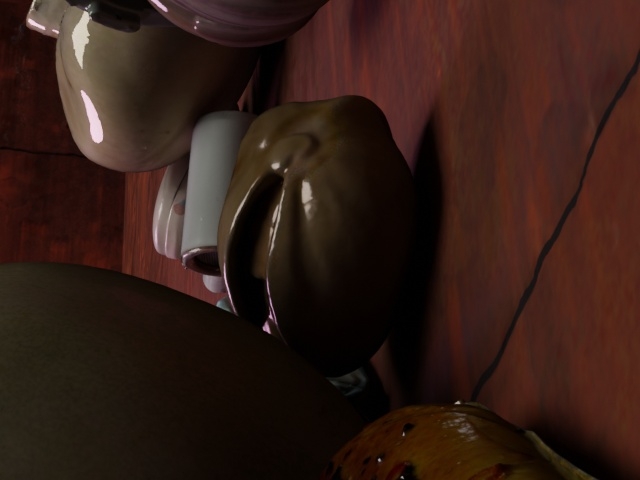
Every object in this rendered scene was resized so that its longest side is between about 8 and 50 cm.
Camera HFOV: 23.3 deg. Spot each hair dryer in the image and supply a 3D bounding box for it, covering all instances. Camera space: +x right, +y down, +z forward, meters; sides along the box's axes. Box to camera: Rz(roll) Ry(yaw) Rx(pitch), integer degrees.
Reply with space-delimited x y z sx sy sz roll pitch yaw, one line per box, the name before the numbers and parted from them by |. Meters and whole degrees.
hair dryer | -0.080 -0.010 1.381 0.236 0.073 0.131 96 176 -69

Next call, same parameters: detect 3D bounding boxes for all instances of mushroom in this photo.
mushroom | -0.158 -0.183 1.374 0.246 0.202 0.246 19 -90 -81

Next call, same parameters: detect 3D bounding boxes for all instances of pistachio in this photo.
pistachio | 0.000 0.000 0.797 0.113 0.113 0.149 -100 11 -55

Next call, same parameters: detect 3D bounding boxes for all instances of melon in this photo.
melon | -0.101 0.152 0.715 0.268 0.330 0.268 -62 -10 -19

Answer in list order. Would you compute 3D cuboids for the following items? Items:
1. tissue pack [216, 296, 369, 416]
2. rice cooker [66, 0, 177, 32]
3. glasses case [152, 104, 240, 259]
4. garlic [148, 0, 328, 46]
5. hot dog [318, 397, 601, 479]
tissue pack | -0.035 0.180 0.933 0.177 0.089 0.263 -117 34 -74
rice cooker | -0.120 -0.304 1.168 0.241 0.280 0.227 43 -150 -52
glasses case | -0.116 -0.063 1.477 0.204 0.051 0.081 -70 -7 -48
garlic | -0.045 -0.259 0.960 0.256 0.207 0.207 62 165 5
hot dog | 0.051 0.143 0.507 0.270 0.082 0.162 -157 71 -78
